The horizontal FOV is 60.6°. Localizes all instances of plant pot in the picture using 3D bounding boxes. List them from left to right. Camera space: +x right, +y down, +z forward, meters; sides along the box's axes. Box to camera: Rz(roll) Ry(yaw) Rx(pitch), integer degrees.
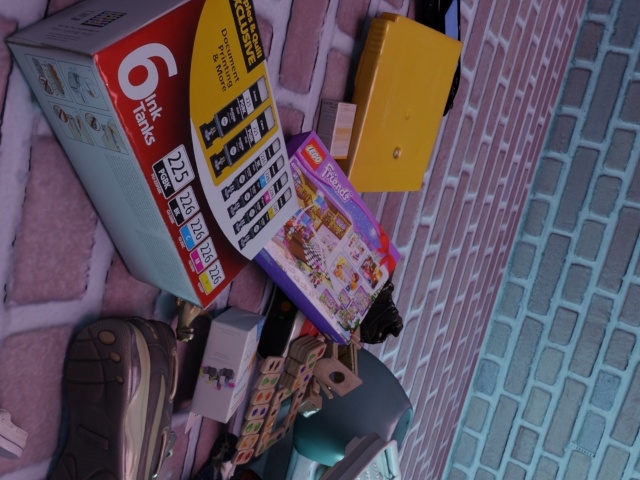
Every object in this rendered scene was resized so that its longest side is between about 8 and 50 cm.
[{"bbox_3d":[0.099,0.408,1.276,0.290,0.195,0.290,-36,136,-45],"label":"plant pot"}]

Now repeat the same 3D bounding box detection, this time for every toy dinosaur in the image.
[{"bbox_3d":[-0.180,0.090,0.755,0.183,0.053,0.093,-137,-126,-87],"label":"toy dinosaur"}]

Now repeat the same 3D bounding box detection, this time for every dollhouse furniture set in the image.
[{"bbox_3d":[-0.007,0.248,1.162,0.101,0.161,0.182,43,23,-21],"label":"dollhouse furniture set"}]

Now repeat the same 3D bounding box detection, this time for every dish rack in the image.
[{"bbox_3d":[0.040,0.520,1.086,0.285,0.072,0.333,-40,146,-20],"label":"dish rack"}]

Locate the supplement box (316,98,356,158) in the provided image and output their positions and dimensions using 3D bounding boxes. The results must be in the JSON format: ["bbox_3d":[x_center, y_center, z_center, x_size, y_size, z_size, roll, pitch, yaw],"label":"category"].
[{"bbox_3d":[0.025,-0.194,0.957,0.062,0.036,0.099,-13,118,-56],"label":"supplement box"}]

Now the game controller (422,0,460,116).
[{"bbox_3d":[0.279,-0.440,1.216,0.166,0.067,0.319,-53,147,-30],"label":"game controller"}]

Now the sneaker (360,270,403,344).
[{"bbox_3d":[0.155,0.142,1.285,0.228,0.130,0.087,-63,152,-19],"label":"sneaker"}]

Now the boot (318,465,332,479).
[{"bbox_3d":[0.061,0.697,1.476,0.211,0.104,0.295,-22,121,-53],"label":"boot"}]

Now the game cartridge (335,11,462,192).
[{"bbox_3d":[0.153,-0.253,1.075,0.285,0.052,0.324,-7,115,-50],"label":"game cartridge"}]

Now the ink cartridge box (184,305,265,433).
[{"bbox_3d":[-0.145,0.204,0.842,0.104,0.061,0.181,-33,139,-80],"label":"ink cartridge box"}]

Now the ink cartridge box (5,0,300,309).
[{"bbox_3d":[-0.134,-0.132,0.627,0.272,0.130,0.310,-50,145,-35],"label":"ink cartridge box"}]

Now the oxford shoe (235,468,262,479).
[{"bbox_3d":[-0.154,0.502,0.979,0.130,0.123,0.348,-38,160,-6],"label":"oxford shoe"}]

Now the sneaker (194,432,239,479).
[{"bbox_3d":[-0.175,0.408,0.958,0.135,0.052,0.058,-59,153,-19],"label":"sneaker"}]

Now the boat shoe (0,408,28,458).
[{"bbox_3d":[-0.341,0.193,0.571,0.100,0.035,0.035,69,21,-45],"label":"boat shoe"}]

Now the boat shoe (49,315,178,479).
[{"bbox_3d":[-0.238,0.265,0.682,0.130,0.132,0.356,-5,111,-61],"label":"boat shoe"}]

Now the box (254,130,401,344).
[{"bbox_3d":[0.000,0.000,0.891,0.293,0.057,0.201,52,59,-28],"label":"box"}]

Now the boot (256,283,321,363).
[{"bbox_3d":[-0.019,0.119,1.027,0.244,0.088,0.176,-64,154,-4],"label":"boot"}]

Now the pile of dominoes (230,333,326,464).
[{"bbox_3d":[-0.062,0.289,0.972,0.196,0.040,0.251,-13,126,-59],"label":"pile of dominoes"}]
